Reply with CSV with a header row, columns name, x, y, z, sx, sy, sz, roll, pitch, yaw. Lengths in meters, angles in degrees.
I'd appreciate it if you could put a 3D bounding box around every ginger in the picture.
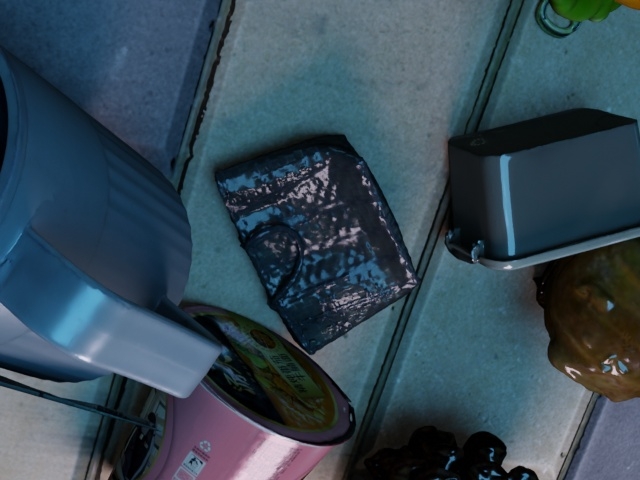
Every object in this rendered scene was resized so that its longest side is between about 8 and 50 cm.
name,x,y,z,sx,sy,sz,roll,pitch,yaw
ginger,0.400,0.092,1.394,0.269,0.223,0.200,26,116,-24

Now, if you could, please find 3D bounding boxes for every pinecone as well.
name,x,y,z,sx,sy,sz,roll,pitch,yaw
pinecone,0.159,0.357,1.391,0.298,0.296,0.242,8,113,-6

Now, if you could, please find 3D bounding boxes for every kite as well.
name,x,y,z,sx,sy,sz,roll,pitch,yaw
kite,-0.342,0.117,1.071,0.406,0.368,0.014,18,79,-6

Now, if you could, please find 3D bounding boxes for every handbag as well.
name,x,y,z,sx,sy,sz,roll,pitch,yaw
handbag,0.000,0.000,1.297,0.175,0.088,0.270,-27,119,-1

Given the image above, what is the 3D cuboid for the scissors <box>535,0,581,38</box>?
name,x,y,z,sx,sy,sz,roll,pitch,yaw
scissors,0.239,-0.309,1.290,0.187,0.020,0.133,12,111,-27

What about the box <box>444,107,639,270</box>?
name,x,y,z,sx,sy,sz,roll,pitch,yaw
box,0.264,-0.066,1.332,0.243,0.163,0.135,-13,107,-15

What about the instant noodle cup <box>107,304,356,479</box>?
name,x,y,z,sx,sy,sz,roll,pitch,yaw
instant noodle cup,-0.123,0.239,1.280,0.244,0.244,0.255,23,111,-28

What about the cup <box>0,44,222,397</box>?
name,x,y,z,sx,sy,sz,roll,pitch,yaw
cup,-0.254,-0.017,1.000,0.311,0.331,0.256,39,57,-63

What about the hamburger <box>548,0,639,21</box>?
name,x,y,z,sx,sy,sz,roll,pitch,yaw
hamburger,0.270,-0.412,1.036,0.396,0.277,0.395,-30,129,-47
